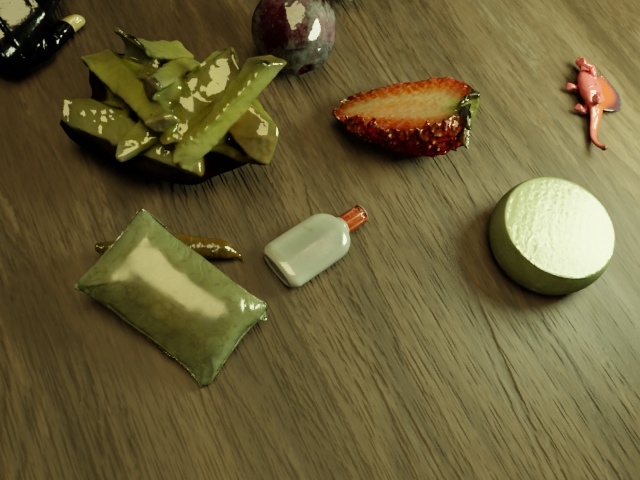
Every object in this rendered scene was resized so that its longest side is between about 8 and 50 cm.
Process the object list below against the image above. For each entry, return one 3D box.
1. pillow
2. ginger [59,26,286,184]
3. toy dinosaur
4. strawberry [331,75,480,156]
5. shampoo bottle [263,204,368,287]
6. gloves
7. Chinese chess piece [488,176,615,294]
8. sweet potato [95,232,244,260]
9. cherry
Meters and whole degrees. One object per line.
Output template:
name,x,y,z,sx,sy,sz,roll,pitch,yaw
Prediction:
pillow,-0.257,0.103,1.167,0.302,0.075,0.185,38,76,-3
ginger,-0.278,-0.305,1.270,0.414,0.211,0.358,8,60,-8
toy dinosaur,0.678,-0.324,1.582,0.139,0.070,0.286,7,61,-31
strawberry,0.191,-0.259,1.438,0.307,0.137,0.233,2,39,20
shampoo bottle,0.000,0.000,1.297,0.221,0.051,0.108,-34,70,-22
gloves,-0.623,-0.477,1.402,0.197,0.152,0.301,32,44,-23
Chinese chess piece,0.470,-0.010,1.350,0.251,0.101,0.250,4,63,-7
sweet potato,-0.279,0.017,1.238,0.274,0.067,0.067,1,63,-13
cherry,-0.053,-0.463,1.460,0.195,0.195,0.195,4,63,-7
